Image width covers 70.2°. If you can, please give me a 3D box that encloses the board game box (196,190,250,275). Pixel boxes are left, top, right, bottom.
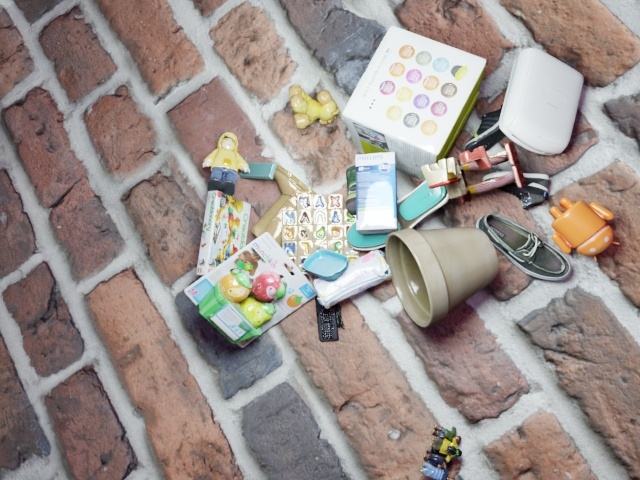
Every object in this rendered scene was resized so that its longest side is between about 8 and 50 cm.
[{"bbox_3d":[-0.354,-0.011,1.683,0.053,0.193,0.305,1,80,30],"label":"board game box"}]

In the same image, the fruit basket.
[{"bbox_3d":[-0.230,0.188,1.579,0.353,0.165,0.327,-32,120,8],"label":"fruit basket"}]

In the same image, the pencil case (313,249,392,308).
[{"bbox_3d":[0.112,0.138,1.589,0.273,0.113,0.124,-25,36,0],"label":"pencil case"}]

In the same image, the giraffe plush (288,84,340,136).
[{"bbox_3d":[-0.015,-0.497,1.715,0.170,0.210,0.181,-13,53,4],"label":"giraffe plush"}]

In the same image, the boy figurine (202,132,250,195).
[{"bbox_3d":[-0.356,-0.298,1.751,0.177,0.092,0.285,10,52,-11],"label":"boy figurine"}]

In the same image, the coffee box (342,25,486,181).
[{"bbox_3d":[0.318,-0.441,1.552,0.334,0.338,0.338,28,87,14],"label":"coffee box"}]

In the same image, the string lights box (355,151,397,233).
[{"bbox_3d":[0.187,-0.157,1.518,0.133,0.077,0.260,-2,79,13],"label":"string lights box"}]

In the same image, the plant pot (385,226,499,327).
[{"bbox_3d":[0.402,0.084,1.478,0.280,0.323,0.323,-19,76,-8],"label":"plant pot"}]

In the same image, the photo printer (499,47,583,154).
[{"bbox_3d":[0.743,-0.454,1.540,0.256,0.107,0.307,19,83,-19],"label":"photo printer"}]

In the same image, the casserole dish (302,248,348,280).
[{"bbox_3d":[0.021,0.087,1.583,0.114,0.037,0.188,-42,34,-25],"label":"casserole dish"}]

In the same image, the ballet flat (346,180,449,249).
[{"bbox_3d":[0.280,-0.081,1.595,0.400,0.139,0.139,-32,75,22],"label":"ballet flat"}]

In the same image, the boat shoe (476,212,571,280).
[{"bbox_3d":[0.669,0.024,1.509,0.335,0.119,0.121,31,87,15],"label":"boat shoe"}]

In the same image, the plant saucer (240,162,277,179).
[{"bbox_3d":[-0.243,-0.272,1.753,0.192,0.018,0.067,9,80,43],"label":"plant saucer"}]

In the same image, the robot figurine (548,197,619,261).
[{"bbox_3d":[0.849,-0.043,1.480,0.158,0.128,0.219,-33,74,-21],"label":"robot figurine"}]

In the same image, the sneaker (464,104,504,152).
[{"bbox_3d":[0.602,-0.401,1.634,0.234,0.084,0.097,-36,53,1],"label":"sneaker"}]

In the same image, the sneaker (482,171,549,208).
[{"bbox_3d":[0.671,-0.168,1.564,0.217,0.079,0.121,2,79,10],"label":"sneaker"}]

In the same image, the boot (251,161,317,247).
[{"bbox_3d":[-0.174,-0.132,1.725,0.236,0.089,0.269,38,90,16],"label":"boot"}]

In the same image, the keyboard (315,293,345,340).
[{"bbox_3d":[0.031,0.261,1.638,0.100,0.038,0.192,-8,79,10],"label":"keyboard"}]

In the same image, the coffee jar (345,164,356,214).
[{"bbox_3d":[0.140,-0.182,1.643,0.096,0.079,0.184,-13,55,26],"label":"coffee jar"}]

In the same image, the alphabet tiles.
[{"bbox_3d":[0.000,0.000,1.667,0.285,0.011,0.342,-1,87,1],"label":"alphabet tiles"}]

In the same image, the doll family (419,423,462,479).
[{"bbox_3d":[0.398,0.698,1.469,0.111,0.076,0.193,21,90,10],"label":"doll family"}]

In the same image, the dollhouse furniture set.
[{"bbox_3d":[0.486,-0.198,1.408,0.201,0.374,0.152,-17,92,34],"label":"dollhouse furniture set"}]
